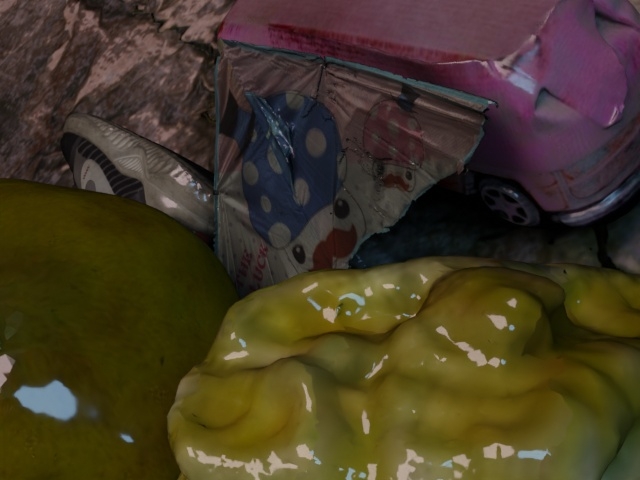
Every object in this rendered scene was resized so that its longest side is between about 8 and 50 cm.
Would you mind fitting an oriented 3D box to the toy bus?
[{"bbox_3d":[0.070,-0.107,0.705,0.303,0.147,0.127,19,64,46],"label":"toy bus"}]

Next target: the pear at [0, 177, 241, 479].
[{"bbox_3d":[-0.180,0.090,0.704,0.321,0.269,0.269,29,83,32],"label":"pear"}]

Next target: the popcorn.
[{"bbox_3d":[0.077,0.146,0.457,0.312,0.312,0.312,-20,51,28],"label":"popcorn"}]

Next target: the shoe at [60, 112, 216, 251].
[{"bbox_3d":[-0.154,-0.027,0.886,0.227,0.099,0.112,23,85,44],"label":"shoe"}]

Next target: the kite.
[{"bbox_3d":[0.000,0.000,0.684,0.335,0.011,0.314,-44,67,48],"label":"kite"}]
